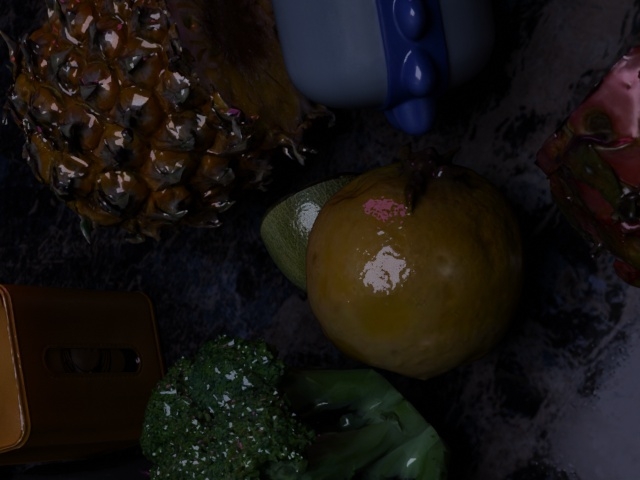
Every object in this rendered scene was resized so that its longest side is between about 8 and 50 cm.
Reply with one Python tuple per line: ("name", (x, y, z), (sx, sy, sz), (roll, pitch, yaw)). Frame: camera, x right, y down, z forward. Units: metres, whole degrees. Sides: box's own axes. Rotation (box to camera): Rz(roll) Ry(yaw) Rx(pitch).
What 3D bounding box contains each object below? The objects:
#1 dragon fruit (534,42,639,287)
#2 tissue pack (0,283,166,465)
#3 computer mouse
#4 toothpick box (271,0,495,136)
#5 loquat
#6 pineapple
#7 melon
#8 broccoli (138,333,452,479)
("dragon fruit", (0.380, -0.071, 1.489), (0.296, 0.314, 0.263), (-42, 82, 1))
("tissue pack", (-0.317, 0.153, 1.885), (0.145, 0.274, 0.194), (-19, 77, 28))
("computer mouse", (-0.252, 0.345, 1.908), (0.269, 0.100, 0.170), (-11, 102, 32))
("toothpick box", (0.059, -0.284, 1.666), (0.263, 0.263, 0.354), (-2, 106, 32))
("loquat", (0.100, 0.020, 1.661), (0.244, 0.244, 0.244), (-3, 85, 32))
("pineapple", (-0.180, -0.170, 1.783), (0.300, 0.352, 0.352), (-35, 69, 26))
("melon", (0.000, 0.000, 1.811), (0.160, 0.079, 0.128), (-35, 68, 25))
("broccoli", (-0.030, 0.263, 1.671), (0.413, 0.321, 0.310), (43, 114, 51))
